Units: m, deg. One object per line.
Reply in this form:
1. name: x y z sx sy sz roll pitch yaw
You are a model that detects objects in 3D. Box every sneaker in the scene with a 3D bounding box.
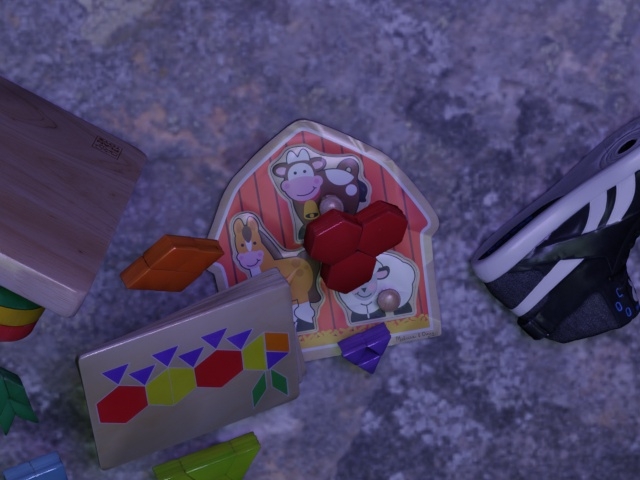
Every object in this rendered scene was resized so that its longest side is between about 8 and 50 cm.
1. sneaker: 0.237 -0.005 1.443 0.217 0.079 0.121 -38 104 12

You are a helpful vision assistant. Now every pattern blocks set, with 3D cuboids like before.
1. pattern blocks set: -0.094 0.097 1.386 0.325 0.026 0.285 -14 136 -21

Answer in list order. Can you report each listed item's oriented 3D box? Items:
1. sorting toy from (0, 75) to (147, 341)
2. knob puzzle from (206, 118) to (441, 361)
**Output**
1. sorting toy: -0.278 -0.041 1.321 0.257 0.255 0.089 28 114 -8
2. knob puzzle: 0.000 0.000 1.449 0.213 0.030 0.213 -1 101 -3
